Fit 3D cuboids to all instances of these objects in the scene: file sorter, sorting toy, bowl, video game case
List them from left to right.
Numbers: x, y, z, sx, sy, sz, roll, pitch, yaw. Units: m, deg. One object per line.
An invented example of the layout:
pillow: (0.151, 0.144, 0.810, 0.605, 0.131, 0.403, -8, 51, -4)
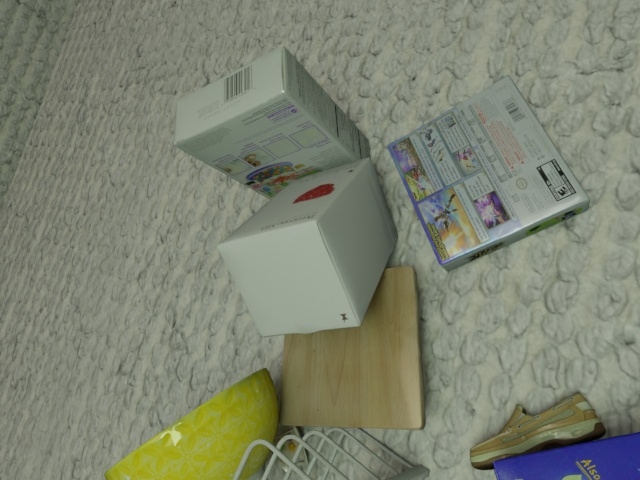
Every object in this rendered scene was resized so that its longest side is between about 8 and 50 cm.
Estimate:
bowl: (-0.172, 0.355, 0.699, 0.289, 0.289, 0.156, -39, 77, 16)
sorting toy: (-0.058, 0.400, 0.820, 0.083, 0.045, 0.075, -33, 69, 18)
file sorter: (0.008, 0.405, 0.642, 0.173, 0.277, 0.193, 23, 88, 37)
sorting toy: (0.063, 0.196, 0.766, 0.255, 0.089, 0.257, -11, 62, 28)
video game case: (0.279, -0.116, 0.758, 0.244, 0.061, 0.270, -27, 63, 20)

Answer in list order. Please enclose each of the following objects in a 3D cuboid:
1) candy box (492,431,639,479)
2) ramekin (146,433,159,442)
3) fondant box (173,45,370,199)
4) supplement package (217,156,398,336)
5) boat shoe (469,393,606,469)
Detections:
candy box: (0.384, 0.350, 0.436, 0.317, 0.122, 0.268, -18, 43, 13)
ramekin: (-0.277, 0.507, 0.864, 0.272, 0.127, 0.273, -9, 71, 28)
fondant box: (-0.075, -0.191, 0.827, 0.238, 0.330, 0.096, -15, 67, 26)
supplement package: (0.000, 0.000, 0.728, 0.177, 0.293, 0.175, -12, 112, 27)
boat shoe: (0.305, 0.280, 0.632, 0.189, 0.068, 0.072, -24, 52, 12)
